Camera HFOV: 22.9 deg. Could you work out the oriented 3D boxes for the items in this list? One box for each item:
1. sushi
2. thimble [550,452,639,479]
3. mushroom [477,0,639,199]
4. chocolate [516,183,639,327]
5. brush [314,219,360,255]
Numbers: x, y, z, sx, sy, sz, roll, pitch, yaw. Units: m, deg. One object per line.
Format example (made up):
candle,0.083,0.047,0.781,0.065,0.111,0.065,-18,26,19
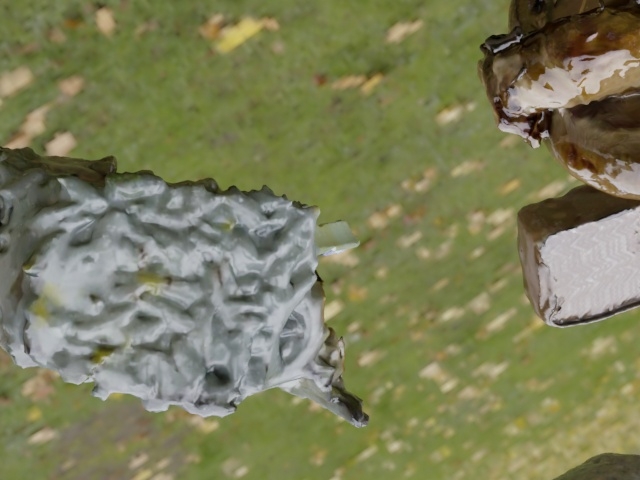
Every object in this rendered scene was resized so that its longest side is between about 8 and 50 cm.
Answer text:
sushi,-0.096,0.024,0.954,0.274,0.139,0.184,9,-177,-19
thimble,0.358,0.379,1.930,0.157,0.217,0.245,-24,-160,-23
mushroom,0.277,-0.157,1.405,0.283,0.263,0.195,-2,164,-9
chocolate,0.323,-0.002,1.719,0.214,0.093,0.148,-17,129,-9
brush,0.000,0.000,1.547,0.030,0.033,0.178,-26,175,15
